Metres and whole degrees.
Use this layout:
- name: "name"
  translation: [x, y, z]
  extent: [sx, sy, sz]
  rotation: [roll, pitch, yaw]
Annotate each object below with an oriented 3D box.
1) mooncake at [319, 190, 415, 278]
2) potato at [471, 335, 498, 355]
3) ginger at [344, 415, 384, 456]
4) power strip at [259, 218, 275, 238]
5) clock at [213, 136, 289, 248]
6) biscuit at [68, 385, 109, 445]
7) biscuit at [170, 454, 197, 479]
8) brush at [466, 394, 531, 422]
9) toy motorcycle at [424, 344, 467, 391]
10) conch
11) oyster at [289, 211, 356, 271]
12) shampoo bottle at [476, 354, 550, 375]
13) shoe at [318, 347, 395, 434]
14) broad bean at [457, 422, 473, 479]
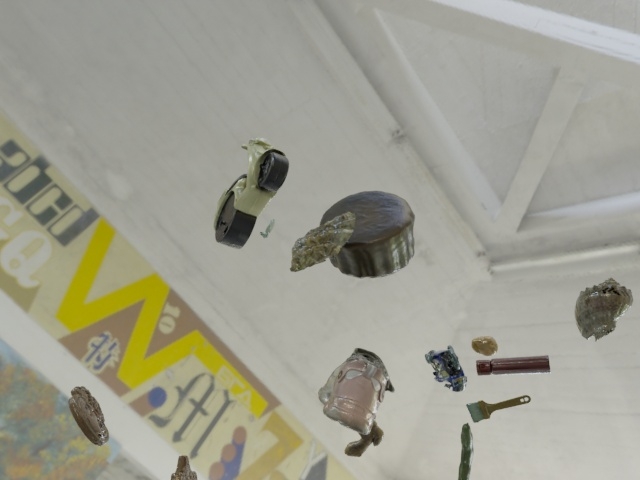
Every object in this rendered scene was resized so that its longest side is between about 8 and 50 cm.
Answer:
- name: "mooncake"
  translation: [0.144, -0.017, 1.716]
  extent: [0.290, 0.290, 0.161]
  rotation: [11, -48, 29]
- name: "potato"
  translation: [0.546, 0.350, 1.909]
  extent: [0.083, 0.068, 0.062]
  rotation: [-4, -48, 22]
- name: "ginger"
  translation: [0.173, 0.803, 2.367]
  extent: [0.214, 0.059, 0.133]
  rotation: [-39, -102, 20]
- name: "power strip"
  translation: [-0.202, -0.047, 2.196]
  extent: [0.035, 0.083, 0.055]
  rotation: [26, -22, 5]
- name: "clock"
  translation: [-0.209, -0.154, 1.698]
  extent: [0.120, 0.276, 0.379]
  rotation: [22, -53, -26]
- name: "biscuit"
  translation: [-0.495, 0.369, 1.231]
  extent: [0.124, 0.026, 0.175]
  rotation: [62, -14, -25]
- name: "biscuit"
  translation: [-0.299, 0.588, 1.266]
  extent: [0.034, 0.215, 0.182]
  rotation: [-11, -23, 0]
- name: "brush"
  translation: [0.629, 0.580, 2.015]
  extent: [0.218, 0.010, 0.082]
  rotation: [-20, -75, 12]
- name: "toy motorcycle"
  translation: [0.496, 0.508, 2.256]
  extent: [0.315, 0.113, 0.169]
  rotation: [117, -47, -76]
- name: "conch"
  translation: [0.777, 0.194, 1.593]
  extent: [0.130, 0.207, 0.155]
  rotation: [23, -21, 1]
- name: "oyster"
  translation: [0.003, -0.008, 1.534]
  extent: [0.209, 0.133, 0.072]
  rotation: [-32, -53, 23]
- name: "shampoo bottle"
  translation: [0.716, 0.469, 2.139]
  extent: [0.260, 0.064, 0.102]
  rotation: [-8, -21, 20]
- name: "shoe"
  translation: [0.113, 0.412, 1.639]
  extent: [0.172, 0.198, 0.351]
  rotation: [26, -2, -3]
- name: "broad bean"
  translation: [0.523, 0.819, 2.086]
  extent: [0.049, 0.292, 0.144]
  rotation: [5, -24, 21]
